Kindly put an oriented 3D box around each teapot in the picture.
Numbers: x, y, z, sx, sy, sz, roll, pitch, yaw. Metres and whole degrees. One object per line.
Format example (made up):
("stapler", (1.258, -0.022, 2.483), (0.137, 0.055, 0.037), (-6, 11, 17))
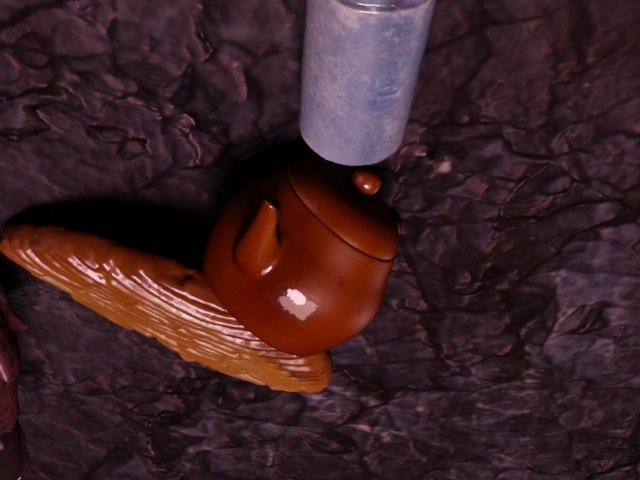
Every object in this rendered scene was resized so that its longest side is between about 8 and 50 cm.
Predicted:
("teapot", (0.000, 0.000, 0.742), (0.116, 0.116, 0.173), (-22, 167, 27))

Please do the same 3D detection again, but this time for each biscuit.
("biscuit", (-0.096, 0.046, 0.823), (0.228, 0.031, 0.176), (20, 162, -3))

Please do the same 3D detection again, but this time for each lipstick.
("lipstick", (0.026, -0.137, 0.565), (0.061, 0.068, 0.274), (-1, 147, -6))

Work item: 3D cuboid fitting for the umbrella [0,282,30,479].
("umbrella", (-0.229, 0.049, 0.785), (0.094, 0.090, 0.326), (-33, 144, -25))
